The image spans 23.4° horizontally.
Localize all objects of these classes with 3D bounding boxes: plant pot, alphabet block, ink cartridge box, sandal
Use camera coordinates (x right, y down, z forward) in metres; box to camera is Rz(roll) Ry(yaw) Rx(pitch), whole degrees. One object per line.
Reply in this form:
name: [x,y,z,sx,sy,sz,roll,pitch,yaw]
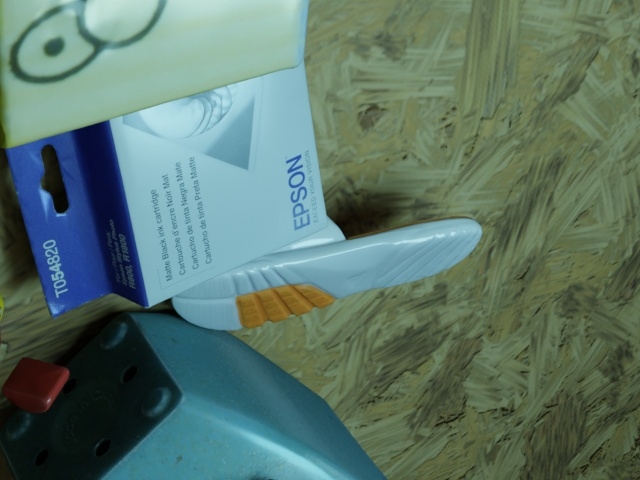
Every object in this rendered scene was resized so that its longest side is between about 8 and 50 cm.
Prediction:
plant pot: [-0.111,0.203,1.229,0.247,0.248,0.252,-44,126,0]
alphabet block: [-0.134,-0.196,0.883,0.197,0.193,0.192,-18,133,-28]
ink cartridge box: [-0.108,-0.066,1.103,0.224,0.045,0.223,-24,126,-22]
sandal: [-0.001,0.005,1.262,0.265,0.076,0.102,-12,152,-17]

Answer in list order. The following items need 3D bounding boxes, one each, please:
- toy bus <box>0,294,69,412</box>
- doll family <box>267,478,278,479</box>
toy bus: [-0.283,0.080,0.999,0.191,0.202,0.104,-33,139,-20]
doll family: [0.007,0.244,1.125,0.193,0.076,0.111,35,91,-34]
